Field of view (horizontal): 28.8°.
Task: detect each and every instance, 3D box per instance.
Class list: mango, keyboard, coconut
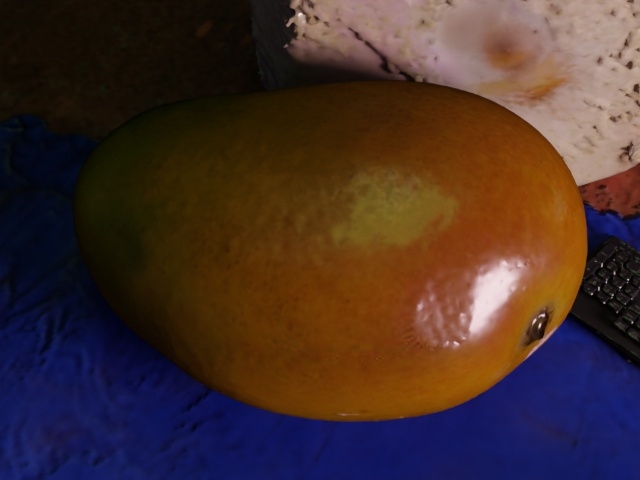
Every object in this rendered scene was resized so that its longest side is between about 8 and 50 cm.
[{"bbox_3d":[0.003,0.005,0.615,0.255,0.139,0.175,-2,48,4],"label":"mango"},{"bbox_3d":[0.218,0.063,0.659,0.196,0.015,0.074,36,55,24],"label":"keyboard"},{"bbox_3d":[0.101,-0.190,0.695,0.297,0.297,0.254,10,59,4],"label":"coconut"}]
